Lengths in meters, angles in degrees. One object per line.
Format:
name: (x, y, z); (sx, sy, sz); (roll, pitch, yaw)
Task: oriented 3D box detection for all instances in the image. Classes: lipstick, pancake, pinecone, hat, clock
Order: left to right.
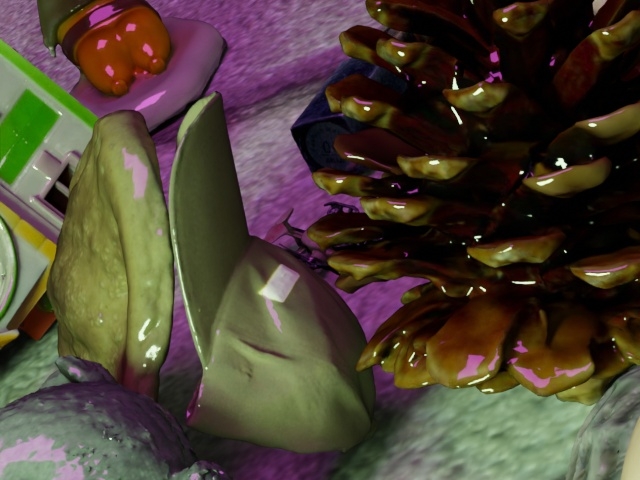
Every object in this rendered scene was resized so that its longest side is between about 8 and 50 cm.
clock: (-0.295, 0.009, 1.369); (0.166, 0.235, 0.309); (-26, 29, 56)
pancake: (-0.131, 0.044, 1.132); (0.050, 0.241, 0.242); (1, 18, -16)
hat: (-0.022, 0.015, 1.043); (0.144, 0.173, 0.166); (13, 12, -4)
lipstick: (0.066, -0.151, 1.478); (0.051, 0.051, 0.312); (-15, 26, 34)
pinecone: (0.116, -0.047, 0.966); (0.264, 0.264, 0.264); (-25, 24, 12)

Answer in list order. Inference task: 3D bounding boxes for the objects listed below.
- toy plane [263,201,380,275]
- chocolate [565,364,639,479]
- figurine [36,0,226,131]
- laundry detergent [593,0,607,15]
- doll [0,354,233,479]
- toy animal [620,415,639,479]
toy plane: (0.000, 0.000, 1.275); (0.049, 0.031, 0.121); (-48, 30, -16)
chocolate: (0.134, 0.138, 0.747); (0.110, 0.110, 0.248); (-13, 29, 35)
figurine: (-0.190, -0.198, 1.759); (0.167, 0.141, 0.250); (-31, 23, -4)
laundry detergent: (0.225, -0.158, 1.250); (0.159, 0.088, 0.335); (-36, 24, -1)
doll: (-0.186, 0.195, 0.921); (0.340, 0.158, 0.246); (-44, 39, -20)
toy animal: (0.211, 0.079, 0.667); (0.250, 0.154, 0.166); (-16, 13, -41)
